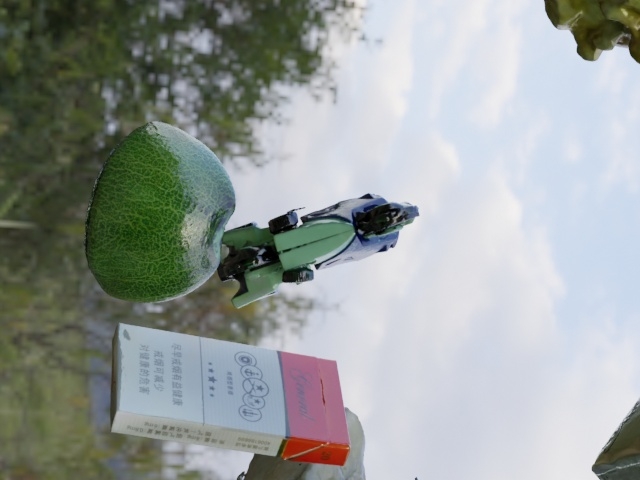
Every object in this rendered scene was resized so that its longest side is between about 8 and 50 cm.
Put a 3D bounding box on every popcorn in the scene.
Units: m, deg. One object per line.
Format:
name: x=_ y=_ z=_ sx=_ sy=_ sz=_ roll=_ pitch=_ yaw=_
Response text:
popcorn: x=0.313 y=-0.261 z=1.432 sx=0.185 sy=0.167 sz=0.187 roll=39 pitch=-85 yaw=31

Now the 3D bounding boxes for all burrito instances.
burrito: x=-0.063 y=0.359 z=1.692 sx=0.190 sy=0.135 sz=0.332 roll=-26 pitch=-158 yaw=46

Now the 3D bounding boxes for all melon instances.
melon: x=-0.224 y=-0.032 z=2.028 sx=0.129 sy=0.169 sz=0.265 roll=11 pitch=94 yaw=-67

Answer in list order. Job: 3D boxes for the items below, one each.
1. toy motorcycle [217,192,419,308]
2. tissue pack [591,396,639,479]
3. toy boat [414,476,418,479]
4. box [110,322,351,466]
toy motorcycle: x=0.000 y=0.000 z=2.265 sx=0.196 sy=0.331 sz=0.125 roll=-5 pitch=78 yaw=-80
tissue pack: x=0.598 y=0.200 z=1.953 sx=0.405 sy=0.205 sz=0.332 roll=-47 pitch=179 yaw=-23
toy boat: x=0.093 y=0.402 z=1.645 sx=0.092 sy=0.103 sz=0.246 roll=3 pitch=-122 yaw=37
box: x=-0.094 y=0.158 z=1.492 sx=0.139 sy=0.245 sz=0.035 roll=-101 pitch=-153 yaw=-52
